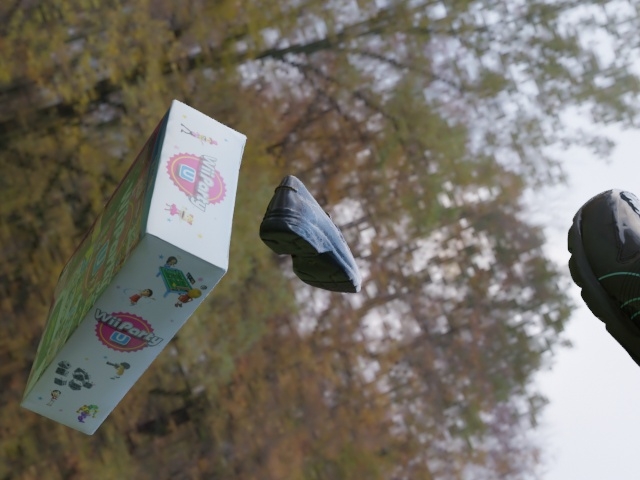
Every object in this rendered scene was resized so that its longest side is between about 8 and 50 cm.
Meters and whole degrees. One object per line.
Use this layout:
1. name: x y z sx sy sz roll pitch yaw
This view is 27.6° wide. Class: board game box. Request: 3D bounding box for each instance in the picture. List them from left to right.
1. board game box: -0.201 0.032 1.405 0.303 0.097 0.224 -49 -156 35

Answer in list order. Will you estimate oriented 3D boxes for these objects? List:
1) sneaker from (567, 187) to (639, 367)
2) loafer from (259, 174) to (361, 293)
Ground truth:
1. sneaker: 0.233 0.055 0.763 0.106 0.101 0.267 -45 -140 25
2. loafer: 0.000 0.000 1.225 0.170 0.062 0.061 52 45 -57
